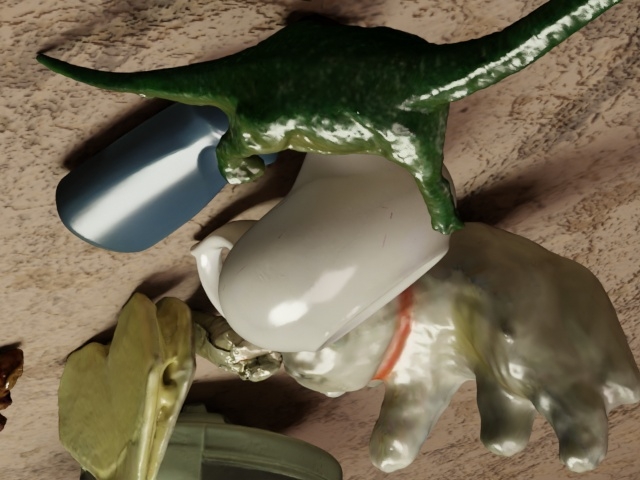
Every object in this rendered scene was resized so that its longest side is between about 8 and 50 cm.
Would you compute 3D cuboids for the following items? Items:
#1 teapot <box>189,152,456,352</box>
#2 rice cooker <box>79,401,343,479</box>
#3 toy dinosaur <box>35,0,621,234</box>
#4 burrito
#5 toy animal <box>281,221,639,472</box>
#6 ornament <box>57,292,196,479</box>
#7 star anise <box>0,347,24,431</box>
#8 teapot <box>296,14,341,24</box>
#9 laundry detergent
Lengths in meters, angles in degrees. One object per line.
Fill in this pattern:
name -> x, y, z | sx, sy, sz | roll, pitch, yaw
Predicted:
teapot -> 0.000, 0.000, 1.525 | 0.204, 0.139, 0.298 | -35, 175, -46
rice cooker -> -0.114, 0.316, 1.992 | 0.288, 0.277, 0.288 | 5, 157, 2
toy dinosaur -> 0.013, -0.111, 1.170 | 0.447, 0.087, 0.301 | 10, 158, 10
burrito -> -0.084, 0.087, 1.705 | 0.045, 0.058, 0.188 | -46, -162, -10
toy animal -> 0.098, 0.081, 1.646 | 0.266, 0.308, 0.188 | -40, 130, 7
ornament -> -0.166, 0.154, 1.721 | 0.059, 0.180, 0.201 | 6, 152, -27
star anise -> -0.323, 0.161, 1.783 | 0.097, 0.070, 0.190 | -12, 146, -28
teapot -> -0.006, -0.115, 1.344 | 0.100, 0.067, 0.045 | -1, 156, -36
laundry detergent -> -0.098, -0.062, 1.427 | 0.097, 0.061, 0.206 | 20, 140, -39
